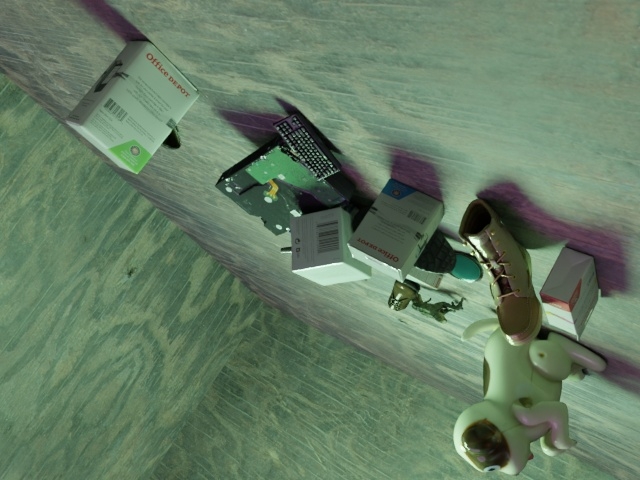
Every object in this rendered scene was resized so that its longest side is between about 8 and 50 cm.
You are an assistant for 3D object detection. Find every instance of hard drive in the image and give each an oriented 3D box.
[{"bbox_3d":[-0.098,-0.143,1.862,0.237,0.064,0.339,39,146,-21],"label":"hard drive"}]

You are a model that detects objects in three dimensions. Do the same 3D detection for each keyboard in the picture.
[{"bbox_3d":[-0.041,-0.212,1.660,0.108,0.023,0.180,-19,125,34],"label":"keyboard"}]

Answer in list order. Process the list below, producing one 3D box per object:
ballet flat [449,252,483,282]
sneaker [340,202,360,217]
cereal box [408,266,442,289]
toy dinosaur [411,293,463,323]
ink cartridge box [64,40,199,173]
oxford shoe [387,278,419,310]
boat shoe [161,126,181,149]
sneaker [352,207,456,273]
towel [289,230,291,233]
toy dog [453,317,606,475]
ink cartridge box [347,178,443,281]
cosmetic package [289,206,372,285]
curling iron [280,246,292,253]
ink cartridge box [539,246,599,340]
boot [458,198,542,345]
[{"bbox_3d":[0.345,0.061,1.806,0.188,0.070,0.070,23,163,42],"label":"ballet flat"},{"bbox_3d":[0.090,-0.056,1.966,0.059,0.053,0.144,25,165,22],"label":"sneaker"},{"bbox_3d":[0.214,0.065,2.001,0.173,0.047,0.240,21,177,42],"label":"cereal box"},{"bbox_3d":[0.361,0.207,2.126,0.268,0.118,0.064,-152,51,-75],"label":"toy dinosaur"},{"bbox_3d":[-0.474,-0.340,1.810,0.114,0.273,0.198,20,161,50],"label":"ink cartridge box"},{"bbox_3d":[0.262,0.181,2.292,0.082,0.096,0.227,31,164,17],"label":"oxford shoe"},{"bbox_3d":[-0.496,-0.354,2.179,0.092,0.103,0.285,25,168,11],"label":"boat shoe"},{"bbox_3d":[0.227,-0.001,1.810,0.283,0.107,0.124,29,-177,24],"label":"sneaker"},{"bbox_3d":[0.000,0.000,2.331,0.227,0.076,0.308,29,167,47],"label":"towel"},{"bbox_3d":[0.523,0.440,1.934,0.395,0.408,0.284,32,165,4],"label":"toy dog"},{"bbox_3d":[0.171,-0.024,1.607,0.139,0.191,0.082,28,165,22],"label":"ink cartridge box"},{"bbox_3d":[0.029,0.020,1.866,0.151,0.151,0.183,-11,159,25],"label":"cosmetic package"},{"bbox_3d":[0.017,0.020,2.108,0.273,0.035,0.068,-8,-177,7],"label":"curling iron"},{"bbox_3d":[0.516,0.115,1.464,0.067,0.115,0.198,22,162,35],"label":"ink cartridge box"},{"bbox_3d":[0.356,0.060,1.419,0.095,0.262,0.203,-21,129,30],"label":"boot"}]
